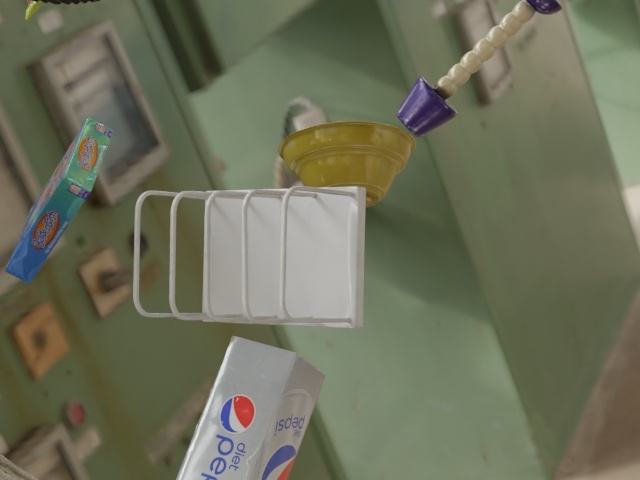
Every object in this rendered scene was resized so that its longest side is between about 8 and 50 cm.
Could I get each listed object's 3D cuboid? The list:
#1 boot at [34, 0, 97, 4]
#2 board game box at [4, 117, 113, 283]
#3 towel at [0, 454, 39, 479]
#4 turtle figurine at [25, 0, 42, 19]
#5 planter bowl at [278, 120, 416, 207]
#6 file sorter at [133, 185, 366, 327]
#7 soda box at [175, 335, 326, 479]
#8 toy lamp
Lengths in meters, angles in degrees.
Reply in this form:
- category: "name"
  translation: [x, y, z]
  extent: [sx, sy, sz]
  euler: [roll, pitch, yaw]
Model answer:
- category: "boot"
  translation: [-0.306, -0.349, 1.461]
  extent: [0.246, 0.094, 0.207]
  euler: [2, 58, 8]
- category: "board game box"
  translation: [-0.388, -0.059, 2.110]
  extent: [0.210, 0.047, 0.160]
  euler: [-51, 18, 32]
- category: "towel"
  translation: [-0.523, 0.352, 1.949]
  extent: [0.187, 0.282, 0.049]
  euler: [-39, 42, 6]
- category: "turtle figurine"
  translation: [-0.447, -0.393, 1.882]
  extent: [0.087, 0.217, 0.269]
  euler: [-54, 14, -29]
- category: "planter bowl"
  translation: [0.043, -0.104, 2.214]
  extent: [0.217, 0.090, 0.217]
  euler: [-2, -19, -1]
- category: "file sorter"
  translation: [-0.100, 0.021, 1.948]
  extent: [0.277, 0.193, 0.173]
  euler: [0, -2, 36]
- category: "soda box"
  translation: [-0.097, 0.266, 1.676]
  extent: [0.098, 0.091, 0.286]
  euler: [12, 74, 30]
- category: "toy lamp"
  translation: [0.221, -0.257, 2.017]
  extent: [0.274, 0.080, 0.080]
  euler: [-43, 14, 13]
